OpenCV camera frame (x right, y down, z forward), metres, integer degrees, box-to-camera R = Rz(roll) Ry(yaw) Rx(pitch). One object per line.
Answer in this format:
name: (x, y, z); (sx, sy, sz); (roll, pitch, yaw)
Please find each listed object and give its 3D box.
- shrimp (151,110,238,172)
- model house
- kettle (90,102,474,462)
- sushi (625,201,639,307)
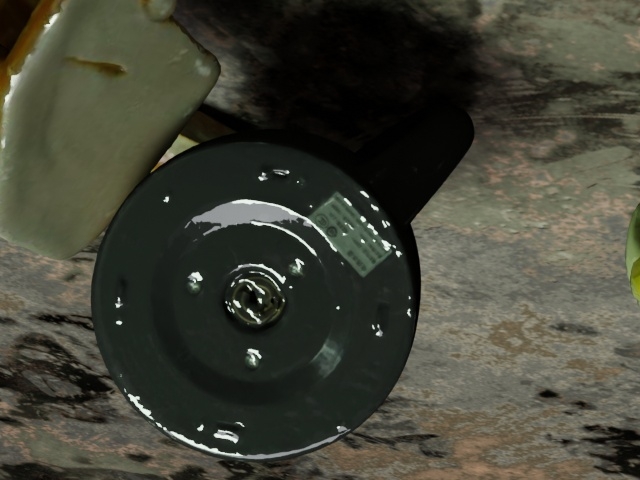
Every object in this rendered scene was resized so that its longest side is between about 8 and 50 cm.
shrimp: (-0.142, -0.078, 1.227); (0.154, 0.062, 0.294); (-5, 153, 46)
model house: (-0.197, -0.139, 0.965); (0.229, 0.219, 0.199); (47, -171, 29)
kettle: (0.000, 0.000, 1.073); (0.207, 0.268, 0.290); (52, -167, -2)
sushi: (0.338, 0.001, 0.747); (0.351, 0.396, 0.240); (17, 157, 10)
